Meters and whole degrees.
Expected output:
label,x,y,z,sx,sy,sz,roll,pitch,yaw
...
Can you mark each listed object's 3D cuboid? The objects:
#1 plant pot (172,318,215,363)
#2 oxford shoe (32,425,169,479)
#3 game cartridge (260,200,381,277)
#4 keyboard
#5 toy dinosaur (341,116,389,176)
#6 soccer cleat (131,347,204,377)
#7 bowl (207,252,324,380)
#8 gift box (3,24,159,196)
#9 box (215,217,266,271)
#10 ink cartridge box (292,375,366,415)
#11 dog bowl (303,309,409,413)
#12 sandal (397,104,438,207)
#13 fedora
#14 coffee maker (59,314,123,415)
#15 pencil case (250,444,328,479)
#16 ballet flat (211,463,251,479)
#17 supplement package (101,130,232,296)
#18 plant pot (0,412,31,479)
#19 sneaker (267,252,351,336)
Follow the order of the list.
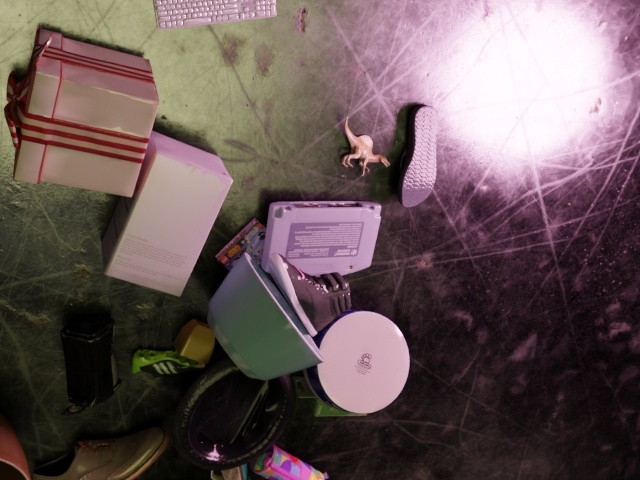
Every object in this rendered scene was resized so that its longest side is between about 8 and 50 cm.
label,x,y,z,sx,sy,sz,roll,pitch,yaw
plant pot,-0.305,0.243,1.842,0.081,0.081,0.083,24,92,-27
oxford shoe,-0.552,0.551,1.872,0.348,0.123,0.130,-28,114,-7
game cartridge,0.000,0.000,1.831,0.294,0.060,0.196,-1,112,-26
keyboard,-0.218,-0.493,1.566,0.256,0.014,0.072,-11,117,-14
toy dinosaur,0.087,-0.217,1.791,0.183,0.053,0.092,37,82,-37
soccer cleat,-0.381,0.310,1.860,0.179,0.060,0.072,9,120,-16
bowl,-0.144,0.199,1.714,0.163,0.311,0.311,-37,120,-2
gift box,-0.471,-0.269,1.448,0.258,0.255,0.276,8,116,-25
box,-0.174,0.023,1.812,0.137,0.027,0.094,-43,123,3
ink cartridge box,0.018,0.420,2.017,0.209,0.109,0.062,4,111,-21
dog bowl,0.093,0.313,1.934,0.265,0.104,0.264,2,85,-21
sandal,0.241,-0.208,1.846,0.097,0.054,0.254,3,103,-28
fedora,-0.232,0.410,1.896,0.334,0.152,0.334,-8,112,-21
coffee maker,-0.534,0.283,1.724,0.120,0.171,0.178,0,113,-2
pencil case,-0.086,0.653,2.095,0.236,0.104,0.104,38,97,-29
ballet flat,-0.243,0.666,2.058,0.106,0.107,0.315,-5,111,5
supplement package,-0.341,-0.060,1.629,0.178,0.175,0.292,20,106,-25
plant pot,-0.774,0.503,1.691,0.237,0.254,0.237,-8,117,-16
sneaker,-0.020,0.100,1.785,0.147,0.104,0.295,-33,135,-6
